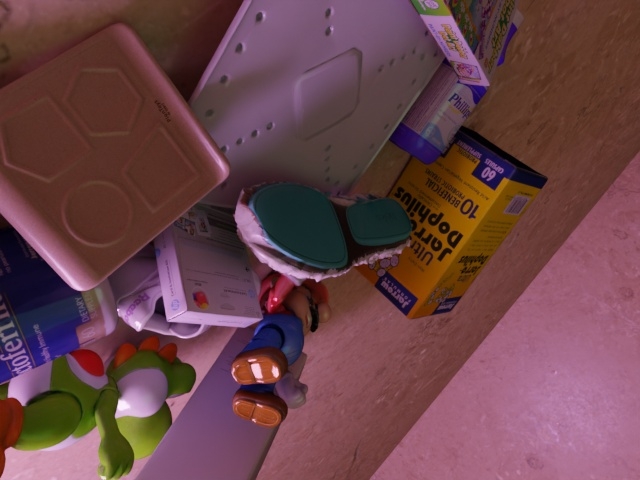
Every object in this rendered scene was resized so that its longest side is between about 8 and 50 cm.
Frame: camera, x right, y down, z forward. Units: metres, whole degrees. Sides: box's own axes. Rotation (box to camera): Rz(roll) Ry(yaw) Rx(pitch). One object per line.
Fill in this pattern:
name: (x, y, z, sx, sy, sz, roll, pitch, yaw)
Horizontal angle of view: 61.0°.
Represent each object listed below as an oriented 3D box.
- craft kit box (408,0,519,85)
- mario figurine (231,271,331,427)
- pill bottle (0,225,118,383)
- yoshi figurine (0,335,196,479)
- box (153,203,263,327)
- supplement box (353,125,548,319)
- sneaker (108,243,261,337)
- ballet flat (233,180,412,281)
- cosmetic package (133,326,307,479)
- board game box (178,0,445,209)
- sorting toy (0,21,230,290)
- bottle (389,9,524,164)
craft kit box: (0.218, -0.381, 0.742, 0.246, 0.061, 0.250, 21, 88, -60)
mario figurine: (-0.040, 0.151, 0.911, 0.198, 0.170, 0.320, -49, -169, 25)
pill bottle: (-0.364, 0.080, 0.558, 0.265, 0.153, 0.153, -25, 143, -31)
yoshi figurine: (-0.338, 0.266, 0.785, 0.203, 0.203, 0.362, -44, 155, 27)
box: (-0.151, 0.018, 0.714, 0.038, 0.186, 0.145, -28, 156, 24)
supplement box: (0.256, -0.039, 1.118, 0.195, 0.194, 0.356, 1, 125, -51)
sneaker: (-0.181, 0.089, 0.786, 0.305, 0.152, 0.114, 11, 117, -56)
ballet flat: (0.000, 0.000, 0.831, 0.409, 0.147, 0.147, 0, 126, -53)
cosmetic package: (-0.165, 0.346, 0.936, 0.365, 0.155, 0.197, -57, 169, -57)
board game box: (-0.003, -0.206, 0.733, 0.390, 0.050, 0.390, 7, 123, -56)
sorting toy: (-0.222, -0.084, 0.546, 0.208, 0.038, 0.193, -43, 113, -22)
bottle: (0.229, -0.268, 0.923, 0.283, 0.092, 0.118, -54, 147, 13)
